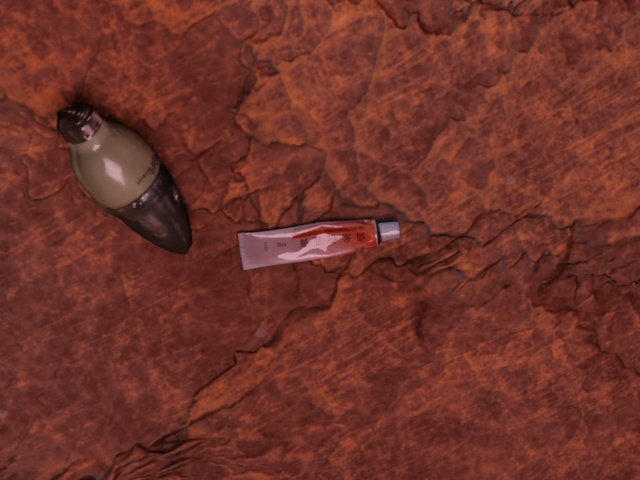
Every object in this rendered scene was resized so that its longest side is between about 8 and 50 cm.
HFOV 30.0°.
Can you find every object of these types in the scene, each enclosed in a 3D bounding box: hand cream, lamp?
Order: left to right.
[{"bbox_3d":[-0.231,-0.069,1.445,0.101,0.101,0.250,-30,130,6],"label":"lamp"},{"bbox_3d":[0.000,-0.002,1.581,0.216,0.038,0.052,-9,95,-3],"label":"hand cream"}]
